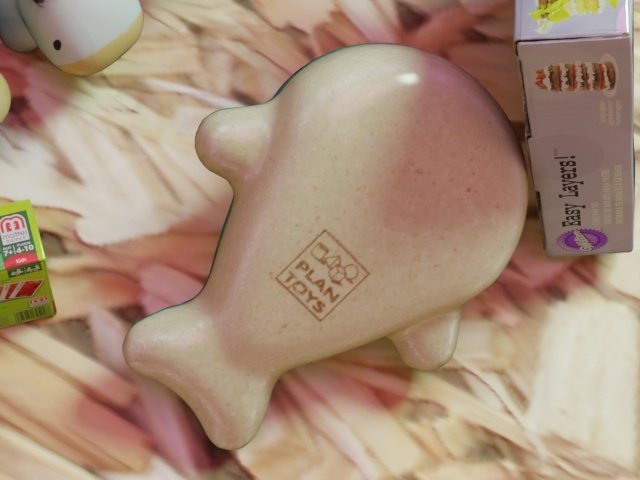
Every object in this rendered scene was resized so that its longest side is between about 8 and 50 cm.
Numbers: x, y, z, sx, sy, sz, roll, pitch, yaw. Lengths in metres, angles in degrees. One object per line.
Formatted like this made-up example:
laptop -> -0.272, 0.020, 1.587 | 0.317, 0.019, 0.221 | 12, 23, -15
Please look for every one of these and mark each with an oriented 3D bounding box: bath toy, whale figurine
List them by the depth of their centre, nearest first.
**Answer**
whale figurine -> 0.000, 0.000, 0.827 | 0.216, 0.141, 0.272 | 43, 91, -14
bath toy -> -0.135, -0.225, 0.897 | 0.151, 0.129, 0.348 | 40, 67, 11

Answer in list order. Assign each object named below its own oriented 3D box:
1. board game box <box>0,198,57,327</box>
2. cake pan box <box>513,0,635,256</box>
board game box -> -0.255, 0.033, 0.789 | 0.181, 0.092, 0.043 | -14, 68, -13
cake pan box -> 0.165, -0.150, 0.831 | 0.070, 0.267, 0.246 | 1, 62, 14
